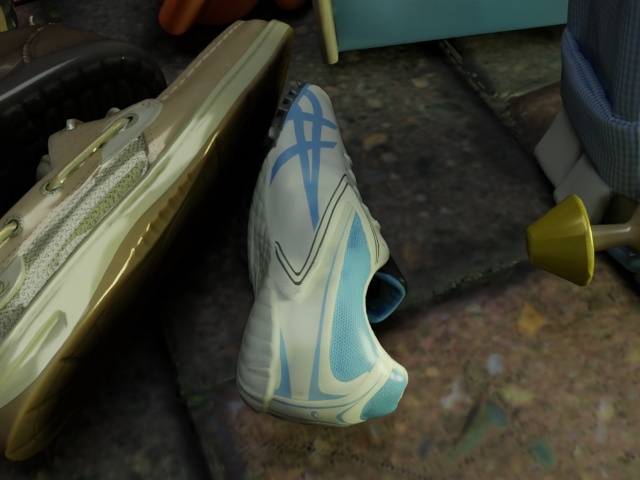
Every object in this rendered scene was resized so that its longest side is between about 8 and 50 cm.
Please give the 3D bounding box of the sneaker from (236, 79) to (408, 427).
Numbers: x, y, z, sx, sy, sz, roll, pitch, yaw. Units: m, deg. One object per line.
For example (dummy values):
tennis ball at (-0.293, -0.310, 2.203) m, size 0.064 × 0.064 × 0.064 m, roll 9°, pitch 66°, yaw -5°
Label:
sneaker at (0.000, 0.000, 0.481) m, size 0.086 × 0.085 × 0.237 m, roll 12°, pitch 43°, yaw -14°

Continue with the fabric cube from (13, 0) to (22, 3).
fabric cube at (-0.348, -0.360, 0.738) m, size 0.254 × 0.259 × 0.258 m, roll -18°, pitch 48°, yaw -7°

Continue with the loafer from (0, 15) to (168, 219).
loafer at (-0.271, -0.030, 0.530) m, size 0.365 × 0.134 × 0.130 m, roll -28°, pitch 45°, yaw -27°

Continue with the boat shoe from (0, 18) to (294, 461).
boat shoe at (-0.114, -0.029, 0.491) m, size 0.098 × 0.109 × 0.302 m, roll 28°, pitch 62°, yaw 8°

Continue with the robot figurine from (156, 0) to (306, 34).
robot figurine at (-0.072, -0.257, 0.681) m, size 0.158 × 0.128 × 0.219 m, roll 16°, pitch 53°, yaw 23°

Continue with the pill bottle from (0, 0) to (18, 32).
pill bottle at (-0.332, -0.127, 0.618) m, size 0.122 × 0.123 × 0.219 m, roll 20°, pitch 56°, yaw 26°

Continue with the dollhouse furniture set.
dollhouse furniture set at (0.083, -0.162, 0.461) m, size 0.198 × 0.287 × 0.303 m, roll -7°, pitch 36°, yaw 5°
